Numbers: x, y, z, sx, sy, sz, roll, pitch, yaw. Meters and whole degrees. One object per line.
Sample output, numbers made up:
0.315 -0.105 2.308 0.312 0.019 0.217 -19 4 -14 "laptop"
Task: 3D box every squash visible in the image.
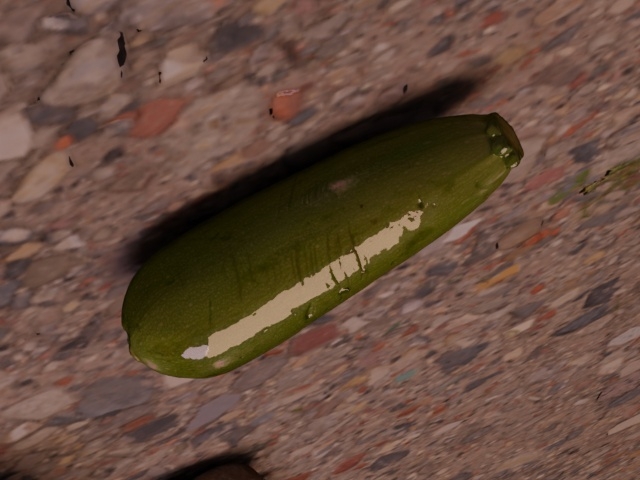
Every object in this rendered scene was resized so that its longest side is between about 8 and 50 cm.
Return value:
0.000 0.000 0.789 0.201 0.066 0.066 -28 159 3 "squash"

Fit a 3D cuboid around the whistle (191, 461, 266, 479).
-0.064 0.194 1.195 0.107 0.057 0.220 -46 160 11 "whistle"
